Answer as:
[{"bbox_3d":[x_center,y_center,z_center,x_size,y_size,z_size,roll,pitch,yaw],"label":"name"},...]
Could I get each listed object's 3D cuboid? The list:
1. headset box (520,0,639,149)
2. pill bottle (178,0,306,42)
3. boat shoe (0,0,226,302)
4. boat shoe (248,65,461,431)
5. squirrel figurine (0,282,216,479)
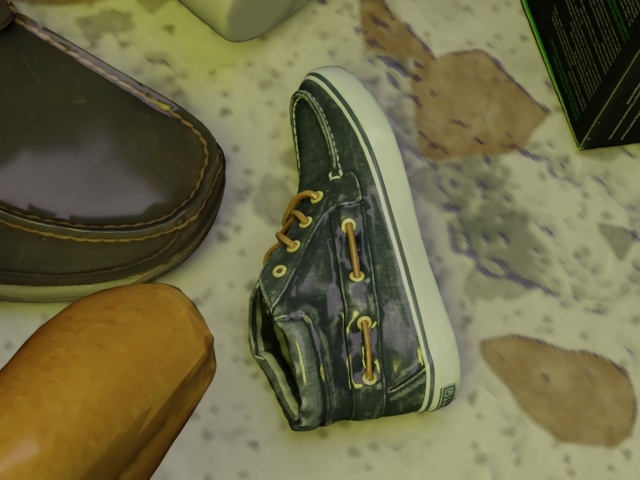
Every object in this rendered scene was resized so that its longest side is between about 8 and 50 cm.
[{"bbox_3d":[0.248,-0.198,1.056,0.283,0.131,0.246,-8,64,-18],"label":"headset box"},{"bbox_3d":[-0.121,-0.256,0.964,0.334,0.188,0.188,41,60,10],"label":"pill bottle"},{"bbox_3d":[-0.212,-0.076,0.874,0.355,0.130,0.132,17,59,-4],"label":"boat shoe"},{"bbox_3d":[0.000,0.000,0.923,0.083,0.065,0.183,-10,66,-20],"label":"boat shoe"},{"bbox_3d":[-0.296,0.106,0.664,0.370,0.281,0.397,36,52,21],"label":"squirrel figurine"}]
